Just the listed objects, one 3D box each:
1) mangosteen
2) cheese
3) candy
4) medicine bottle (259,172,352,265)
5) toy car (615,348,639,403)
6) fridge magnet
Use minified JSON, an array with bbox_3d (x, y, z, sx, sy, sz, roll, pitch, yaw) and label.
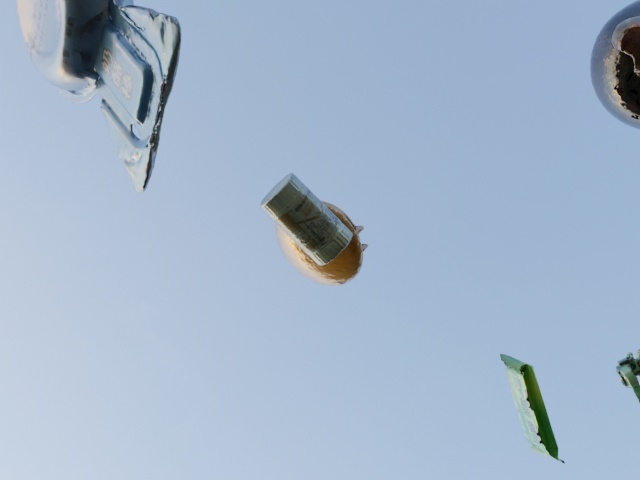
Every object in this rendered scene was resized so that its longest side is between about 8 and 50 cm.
[{"bbox_3d":[0.461,-0.245,1.071,0.194,0.230,0.194,-2,-106,6],"label":"mangosteen"},{"bbox_3d":[-0.158,-0.146,0.558,0.052,0.245,0.135,-9,-47,-36],"label":"cheese"},{"bbox_3d":[0.346,0.275,1.338,0.032,0.102,0.178,-19,-85,-7],"label":"candy"},{"bbox_3d":[-0.014,-0.020,0.773,0.047,0.047,0.083,-41,-76,14],"label":"medicine bottle"},{"bbox_3d":[0.397,0.179,0.941,0.073,0.054,0.143,-29,-73,15],"label":"toy car"},{"bbox_3d":[0.000,0.000,1.149,0.143,0.063,0.143,22,-46,25],"label":"fridge magnet"}]
